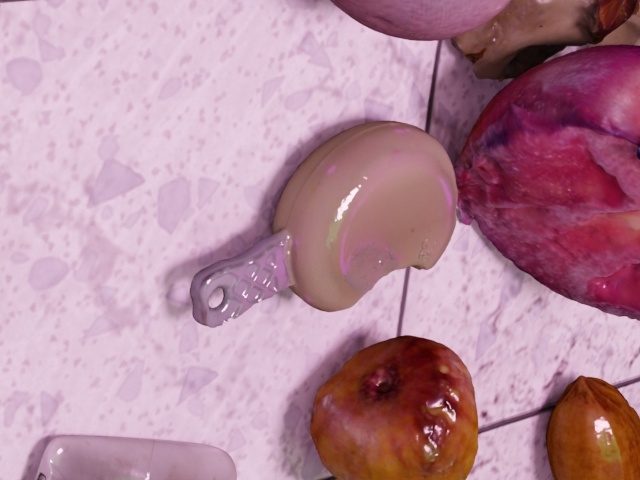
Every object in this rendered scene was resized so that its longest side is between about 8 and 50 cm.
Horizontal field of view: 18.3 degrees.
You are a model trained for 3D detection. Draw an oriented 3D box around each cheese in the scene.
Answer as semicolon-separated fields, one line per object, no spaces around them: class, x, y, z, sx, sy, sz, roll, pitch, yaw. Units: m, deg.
cheese;0.000;0.000;1.730;0.286;0.082;0.163;-30;127;-31

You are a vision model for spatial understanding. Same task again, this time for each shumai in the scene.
shumai;0.215;-0.228;1.818;0.201;0.120;0.201;-27;128;-39

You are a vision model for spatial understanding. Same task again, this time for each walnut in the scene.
walnut;0.298;0.228;2.139;0.116;0.116;0.207;-38;125;-29

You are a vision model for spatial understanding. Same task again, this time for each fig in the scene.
fig;0.075;0.198;1.877;0.159;0.159;0.257;-47;157;-20

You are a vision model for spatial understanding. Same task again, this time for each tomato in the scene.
tomato;0.280;-0.072;1.864;0.335;0.290;0.176;40;59;-31

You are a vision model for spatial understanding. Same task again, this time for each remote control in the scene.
remote control;-0.151;0.209;1.691;0.229;0.044;0.073;12;102;-49

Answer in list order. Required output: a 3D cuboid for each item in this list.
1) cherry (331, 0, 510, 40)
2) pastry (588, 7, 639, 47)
cherry;0.095;-0.265;1.605;0.239;0.206;0.239;-10;103;-48
pastry;0.325;-0.163;1.992;0.166;0.088;0.165;-22;124;-36
